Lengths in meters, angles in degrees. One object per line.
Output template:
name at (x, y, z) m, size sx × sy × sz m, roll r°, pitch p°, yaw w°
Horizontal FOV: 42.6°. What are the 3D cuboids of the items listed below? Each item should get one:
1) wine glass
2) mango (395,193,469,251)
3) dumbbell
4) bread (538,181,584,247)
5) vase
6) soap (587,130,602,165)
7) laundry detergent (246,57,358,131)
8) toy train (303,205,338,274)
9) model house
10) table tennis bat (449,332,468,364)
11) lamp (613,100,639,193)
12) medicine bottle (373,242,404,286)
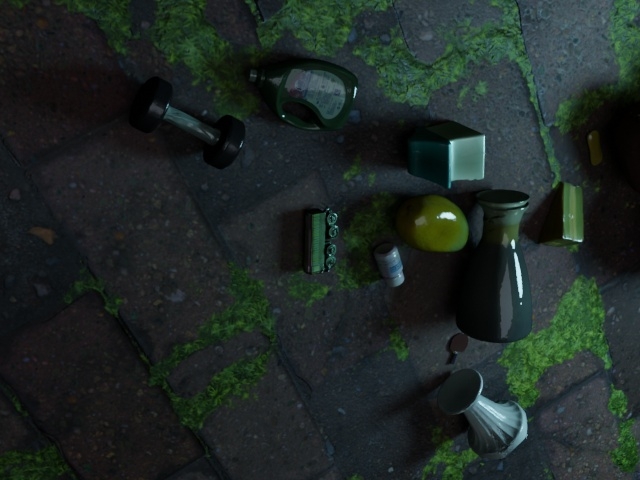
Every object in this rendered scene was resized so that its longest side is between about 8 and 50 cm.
wine glass at (0.388, 0.417, 1.999) m, size 0.165 × 0.165 × 0.196 m, roll -44°, pitch 114°, yaw 0°
mango at (0.243, -0.031, 1.764) m, size 0.194 × 0.092 × 0.130 m, roll 32°, pitch 96°, yaw -36°
dumbbell at (-0.236, -0.209, 1.468) m, size 0.191 × 0.100 × 0.100 m, roll 25°, pitch 101°, yaw -31°
bread at (0.568, -0.060, 1.940) m, size 0.074 × 0.084 × 0.139 m, roll 7°, pitch 79°, yaw -26°
vase at (0.397, 0.053, 1.830) m, size 0.173 × 0.173 × 0.321 m, roll -8°, pitch 112°, yaw -21°
soap at (0.635, -0.214, 1.900) m, size 0.034 × 0.012 × 0.089 m, roll -28°, pitch 121°, yaw -10°
laundry detergent at (-0.041, -0.278, 1.545) m, size 0.211 × 0.063 × 0.137 m, roll 8°, pitch 116°, yaw -26°
toy train at (0.000, 0.000, 1.702) m, size 0.071 × 0.038 × 0.148 m, roll -7°, pitch 114°, yaw -21°
model house at (0.244, -0.174, 1.679) m, size 0.149 × 0.127 × 0.100 m, roll -13°, pitch 117°, yaw -22°
table tennis bat at (0.330, 0.261, 1.981) m, size 0.050 × 0.007 × 0.083 m, roll 9°, pitch 106°, yaw -27°
lamp at (0.768, -0.214, 1.869) m, size 0.180 × 0.180 × 0.258 m, roll -33°, pitch 121°, yaw -7°
medicine bottle at (0.150, 0.054, 1.783) m, size 0.052 × 0.052 × 0.089 m, roll -26°, pitch 121°, yaw -11°
